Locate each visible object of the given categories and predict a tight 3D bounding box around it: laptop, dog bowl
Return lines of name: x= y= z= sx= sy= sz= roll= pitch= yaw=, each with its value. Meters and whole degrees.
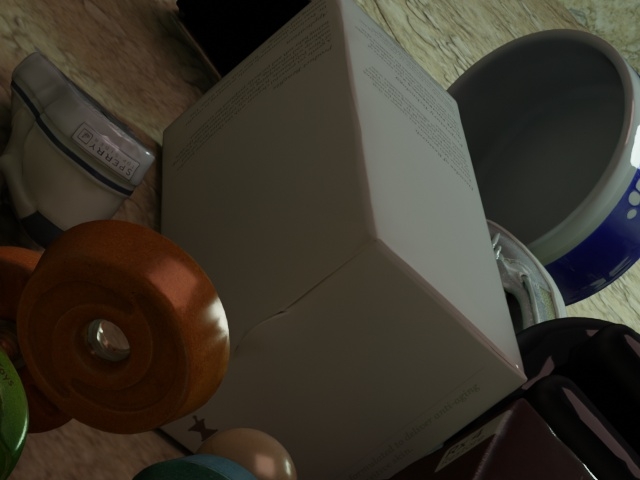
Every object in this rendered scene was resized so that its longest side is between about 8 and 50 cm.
laptop: x=-0.006 y=-0.161 z=1.595 sx=0.234 sy=0.136 sz=0.264 roll=54 pitch=19 yaw=9
dog bowl: x=0.213 y=-0.068 z=1.720 sx=0.104 sy=0.265 sz=0.265 roll=38 pitch=23 yaw=-38

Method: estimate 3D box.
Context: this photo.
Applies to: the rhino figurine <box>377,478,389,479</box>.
rhino figurine: x=0.004 y=0.188 z=1.016 sx=0.243 sy=0.106 sz=0.073 roll=-14 pitch=80 yaw=-56

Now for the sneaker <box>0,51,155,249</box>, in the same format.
sneaker: x=-0.172 y=-0.055 z=1.115 sx=0.094 sy=0.091 sz=0.258 roll=40 pitch=0 yaw=-14

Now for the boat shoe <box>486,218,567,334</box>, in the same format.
boat shoe: x=0.145 y=0.092 z=1.508 sx=0.103 sy=0.118 sz=0.320 roll=39 pitch=28 yaw=-41

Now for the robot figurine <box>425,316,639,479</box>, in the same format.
robot figurine: x=0.157 y=0.153 z=1.202 sx=0.209 sy=0.278 sz=0.174 roll=3 pitch=67 yaw=-12

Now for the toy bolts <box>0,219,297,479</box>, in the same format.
toy bolts: x=-0.083 y=0.081 z=0.884 sx=0.228 sy=0.218 sz=0.158 roll=56 pitch=32 yaw=-7

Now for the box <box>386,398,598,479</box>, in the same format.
box: x=0.082 y=0.223 z=0.834 sx=0.203 sy=0.168 sz=0.167 roll=47 pitch=34 yaw=-6

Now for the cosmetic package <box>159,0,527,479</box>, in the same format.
cosmetic package: x=0.000 y=0.000 z=1.226 sx=0.155 sy=0.197 sz=0.365 roll=42 pitch=23 yaw=-27
